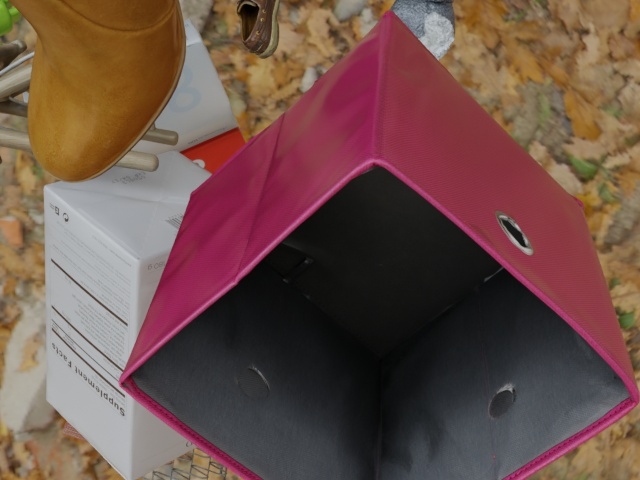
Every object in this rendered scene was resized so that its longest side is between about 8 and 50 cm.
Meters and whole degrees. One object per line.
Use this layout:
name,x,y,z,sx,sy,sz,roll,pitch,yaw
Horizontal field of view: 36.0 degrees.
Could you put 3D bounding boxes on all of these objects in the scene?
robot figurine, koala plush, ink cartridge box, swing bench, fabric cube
robot figurine,-0.524,-0.342,1.526,0.115,0.067,0.101,-30,94,-22
koala plush,0.180,-0.413,1.710,0.203,0.196,0.221,-6,93,-8
ink cartridge box,-0.289,-0.158,1.721,0.308,0.385,0.091,-24,42,-2
swing bench,-0.306,-0.156,1.109,0.254,0.253,0.165,-8,104,-2
fabric cube,0.047,0.033,0.749,0.254,0.258,0.259,41,117,-18

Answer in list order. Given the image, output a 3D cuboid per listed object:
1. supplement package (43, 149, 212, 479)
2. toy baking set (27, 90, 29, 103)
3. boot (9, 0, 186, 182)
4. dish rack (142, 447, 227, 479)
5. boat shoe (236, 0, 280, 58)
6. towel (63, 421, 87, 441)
supplement package,-0.185,0.080,1.092,0.175,0.177,0.293,33,129,34
toy baking set,-0.323,-0.226,1.473,0.196,0.256,0.030,-26,62,27
boot,-0.146,-0.143,0.498,0.104,0.211,0.295,41,117,16
dish rack,-0.182,0.299,1.462,0.074,0.208,0.272,12,96,41
boat shoe,-0.108,-0.397,1.670,0.064,0.060,0.178,-20,64,39
towel,-0.431,0.404,2.050,0.198,0.275,0.031,22,67,-11
